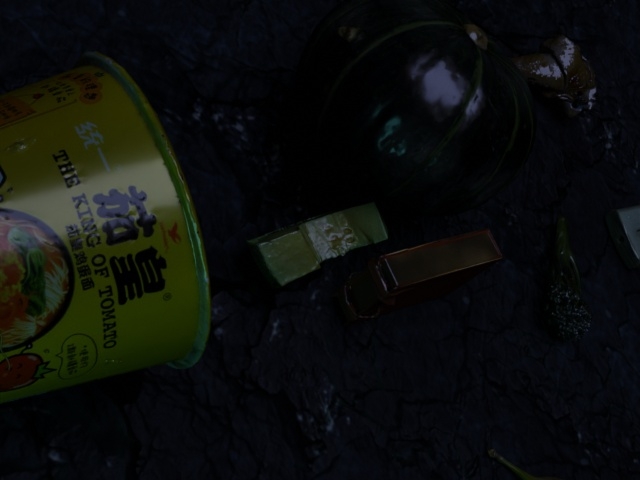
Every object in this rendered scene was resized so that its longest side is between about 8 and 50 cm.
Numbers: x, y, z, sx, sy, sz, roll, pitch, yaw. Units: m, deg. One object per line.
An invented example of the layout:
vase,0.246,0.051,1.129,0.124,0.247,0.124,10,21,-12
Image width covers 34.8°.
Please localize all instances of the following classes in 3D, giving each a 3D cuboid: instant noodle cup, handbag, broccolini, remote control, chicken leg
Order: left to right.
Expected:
instant noodle cup,-0.285,0.009,0.949,0.254,0.325,0.325,-19,78,-27
handbag,0.119,0.047,1.282,0.190,0.127,0.063,-12,72,-36
chicken leg,0.362,-0.270,1.627,0.196,0.080,0.125,20,70,-22
broccolini,0.349,0.057,1.482,0.091,0.068,0.203,35,36,-29
remote control,0.558,-0.018,1.647,0.233,0.038,0.098,-11,72,-34

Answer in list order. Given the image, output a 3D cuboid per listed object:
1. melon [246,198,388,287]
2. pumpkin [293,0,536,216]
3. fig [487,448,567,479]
melon,0.000,0.000,1.241,0.209,0.118,0.064,-22,93,-26
pumpkin,0.120,-0.173,1.285,0.323,0.241,0.323,34,18,-12
fig,0.293,0.318,1.281,0.093,0.093,0.166,-21,78,-37
